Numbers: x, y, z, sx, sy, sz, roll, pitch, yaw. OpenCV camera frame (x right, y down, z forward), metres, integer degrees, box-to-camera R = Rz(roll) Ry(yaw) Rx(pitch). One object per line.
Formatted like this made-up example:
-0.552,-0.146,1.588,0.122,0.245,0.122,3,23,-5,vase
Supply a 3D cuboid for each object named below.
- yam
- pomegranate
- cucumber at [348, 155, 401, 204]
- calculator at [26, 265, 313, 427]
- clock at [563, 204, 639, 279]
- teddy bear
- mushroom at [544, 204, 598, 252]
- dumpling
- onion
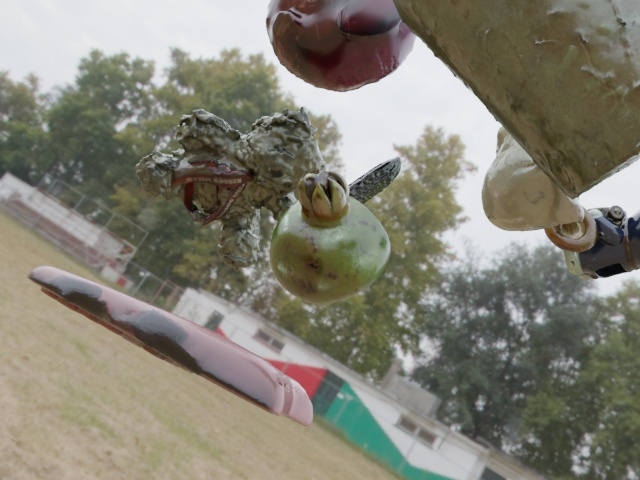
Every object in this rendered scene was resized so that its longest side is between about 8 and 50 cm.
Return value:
0.187,-0.164,0.479,0.268,0.161,0.161,55,-2,24,yam
0.009,0.012,0.967,0.190,0.159,0.241,45,-32,4,pomegranate
0.121,-0.142,1.667,0.077,0.265,0.077,56,-8,12,cucumber
-0.162,0.106,0.644,0.330,0.048,0.220,21,-15,16,calculator
0.590,0.003,1.101,0.243,0.146,0.200,-10,-26,39,clock
-0.166,-0.156,1.342,0.368,0.224,0.357,-31,-68,31,teddy bear
0.424,-0.037,1.049,0.129,0.088,0.073,40,-6,-17,mushroom
0.244,-0.075,0.690,0.119,0.136,0.199,-4,13,-10,dumpling
0.066,-0.543,1.608,0.398,0.398,0.420,28,-15,17,onion
